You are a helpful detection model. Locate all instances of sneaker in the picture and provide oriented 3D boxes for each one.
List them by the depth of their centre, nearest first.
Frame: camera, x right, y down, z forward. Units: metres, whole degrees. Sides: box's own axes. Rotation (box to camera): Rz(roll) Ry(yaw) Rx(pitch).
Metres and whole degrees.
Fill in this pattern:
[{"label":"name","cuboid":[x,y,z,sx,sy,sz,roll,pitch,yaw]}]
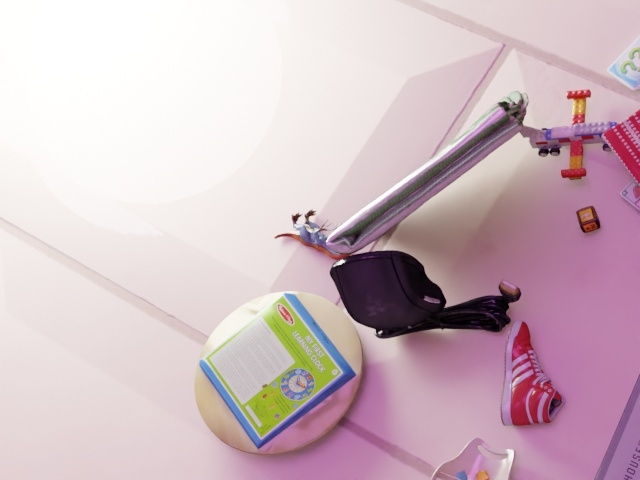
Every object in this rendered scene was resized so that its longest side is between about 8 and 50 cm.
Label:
[{"label":"sneaker","cuboid":[0.235,0.145,1.964,0.067,0.042,0.118,-2,73,26]}]

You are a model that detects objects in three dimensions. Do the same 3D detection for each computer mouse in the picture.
[{"label":"computer mouse","cuboid":[0.120,0.070,1.931,0.184,0.262,0.060,-8,70,12]}]

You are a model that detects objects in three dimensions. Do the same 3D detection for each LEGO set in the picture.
[{"label":"LEGO set","cuboid":[0.348,-0.127,2.040,0.244,0.060,0.182,-45,55,-4]}]

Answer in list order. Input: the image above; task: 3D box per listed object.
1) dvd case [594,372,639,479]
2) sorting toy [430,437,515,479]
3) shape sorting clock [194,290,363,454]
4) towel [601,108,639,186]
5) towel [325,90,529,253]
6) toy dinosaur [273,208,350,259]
[{"label":"dvd case","cuboid":[0.409,0.233,1.811,0.239,0.029,0.179,26,99,26]},{"label":"sorting toy","cuboid":[0.174,0.251,1.942,0.083,0.045,0.075,17,66,29]},{"label":"shape sorting clock","cuboid":[-0.048,0.152,2.081,0.206,0.040,0.206,-11,60,19]},{"label":"towel","cuboid":[0.475,-0.115,1.972,0.275,0.031,0.199,-32,61,-2]},{"label":"towel","cuboid":[0.122,-0.076,1.959,0.248,0.325,0.038,-38,91,11]},{"label":"toy dinosaur","cuboid":[0.000,0.000,2.148,0.090,0.047,0.082,-48,61,36]}]
